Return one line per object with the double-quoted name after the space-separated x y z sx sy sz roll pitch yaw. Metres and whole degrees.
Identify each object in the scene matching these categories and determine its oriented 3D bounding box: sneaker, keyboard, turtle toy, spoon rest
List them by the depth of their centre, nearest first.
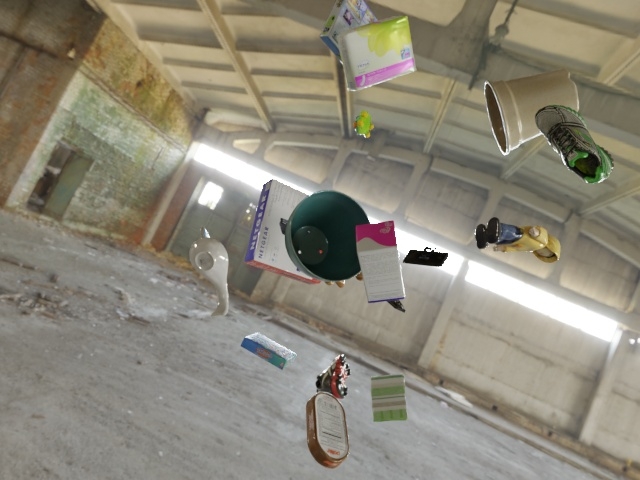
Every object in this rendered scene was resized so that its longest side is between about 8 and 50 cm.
-0.374 0.122 1.545 0.137 0.276 0.084 -8 10 11 "spoon rest"
0.910 -0.351 1.599 0.343 0.146 0.134 49 -46 9 "sneaker"
0.265 0.212 1.749 0.100 0.038 0.192 27 10 -44 "keyboard"
0.430 0.065 1.805 0.180 0.108 0.023 6 -41 43 "keyboard"
0.048 0.562 1.834 0.276 0.135 0.097 -59 127 -72 "sneaker"
0.187 -0.520 1.964 0.066 0.130 0.095 5 -30 36 "turtle toy"

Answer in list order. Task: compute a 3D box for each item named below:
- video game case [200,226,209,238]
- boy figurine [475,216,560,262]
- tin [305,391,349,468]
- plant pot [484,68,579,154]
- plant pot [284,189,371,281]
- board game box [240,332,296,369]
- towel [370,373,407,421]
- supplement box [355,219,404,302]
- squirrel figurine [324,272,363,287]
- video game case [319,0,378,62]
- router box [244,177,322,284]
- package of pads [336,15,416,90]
-0.520 0.072 2.112 0.023 0.193 0.212 -15 -33 -2 "video game case"
0.612 0.005 1.365 0.285 0.092 0.177 14 -24 -22 "boy figurine"
0.017 0.459 1.094 0.106 0.040 0.189 24 29 -20 "tin"
0.904 -0.574 1.904 0.305 0.334 0.334 -16 -20 16 "plant pot"
0.000 0.000 1.465 0.290 0.290 0.195 27 -20 -18 "plant pot"
-0.222 0.477 1.933 0.210 0.047 0.160 26 2 13 "board game box"
0.221 0.510 1.442 0.113 0.152 0.023 -9 -45 12 "towel"
0.170 0.064 1.265 0.114 0.111 0.220 -9 -47 10 "supplement box"
0.159 0.017 2.346 0.397 0.370 0.281 65 12 23 "squirrel figurine"
0.138 -0.903 1.929 0.061 0.244 0.269 23 -4 40 "video game case"
-0.113 -0.028 1.730 0.301 0.335 0.082 21 -22 -31 "router box"
0.230 -0.768 1.816 0.101 0.296 0.229 -132 -158 -62 "package of pads"
